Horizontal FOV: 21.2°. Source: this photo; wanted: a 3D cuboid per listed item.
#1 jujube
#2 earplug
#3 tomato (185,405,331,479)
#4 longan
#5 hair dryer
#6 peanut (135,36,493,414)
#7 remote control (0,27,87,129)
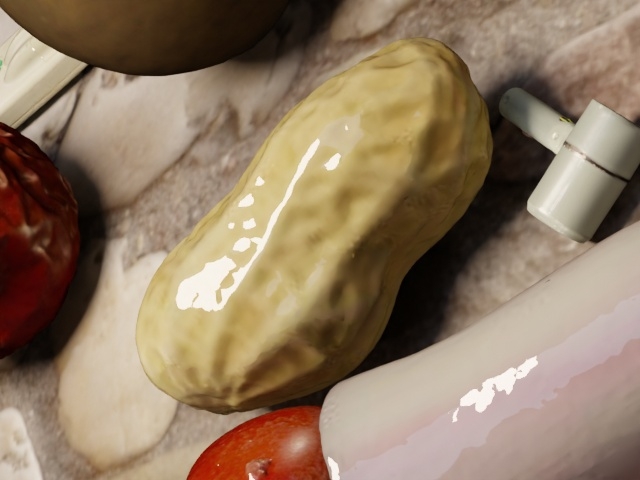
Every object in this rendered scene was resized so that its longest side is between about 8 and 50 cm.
[{"bbox_3d":[-0.315,-0.010,1.457,0.232,0.213,0.213,34,98,48],"label":"jujube"},{"bbox_3d":[0.166,0.070,0.945,0.301,0.172,0.172,-38,48,22],"label":"earplug"},{"bbox_3d":[-0.014,0.183,1.088,0.167,0.167,0.167,-22,57,39],"label":"tomato"},{"bbox_3d":[-0.140,-0.270,1.320,0.297,0.297,0.297,-22,57,39],"label":"longan"},{"bbox_3d":[0.150,-0.062,1.105,0.082,0.047,0.137,-58,36,11],"label":"hair dryer"},{"bbox_3d":[0.000,0.000,1.159,0.313,0.152,0.152,-50,43,14],"label":"peanut"},{"bbox_3d":[-0.249,-0.183,1.582,0.230,0.049,0.090,-36,46,32],"label":"remote control"}]
